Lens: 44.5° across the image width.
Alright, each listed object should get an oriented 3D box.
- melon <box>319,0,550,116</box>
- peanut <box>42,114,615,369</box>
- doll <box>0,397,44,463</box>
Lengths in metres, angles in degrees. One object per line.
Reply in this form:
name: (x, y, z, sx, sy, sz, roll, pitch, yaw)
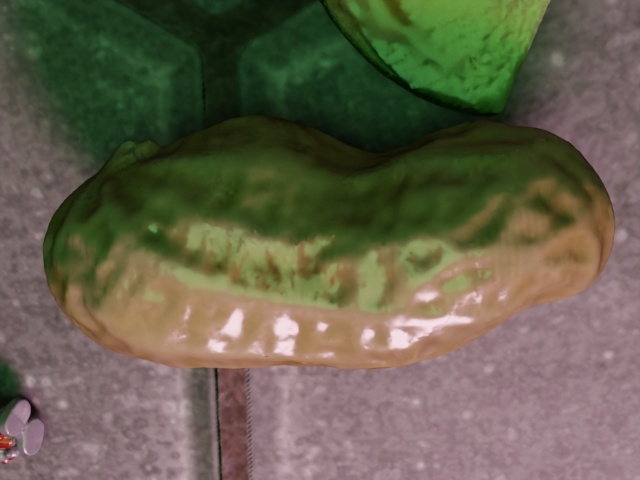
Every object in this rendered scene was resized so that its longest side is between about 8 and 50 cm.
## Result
melon: (0.049, -0.160, 0.431, 0.118, 0.064, 0.209, -37, 103, 14)
peanut: (0.000, 0.000, 0.457, 0.325, 0.140, 0.153, -7, 92, 9)
doll: (-0.303, 0.162, 0.599, 0.180, 0.079, 0.094, -16, 132, 0)
